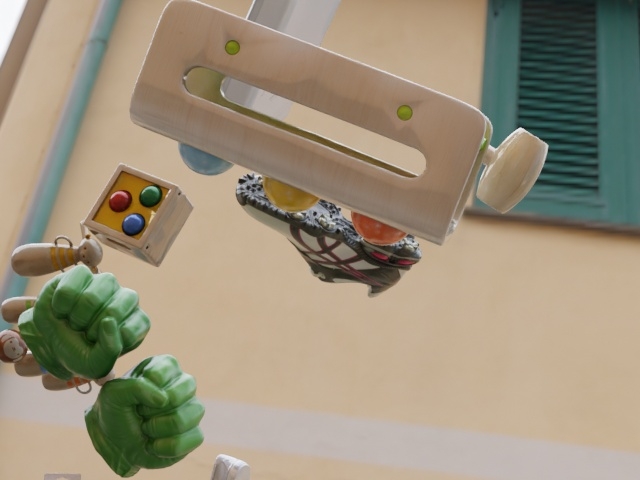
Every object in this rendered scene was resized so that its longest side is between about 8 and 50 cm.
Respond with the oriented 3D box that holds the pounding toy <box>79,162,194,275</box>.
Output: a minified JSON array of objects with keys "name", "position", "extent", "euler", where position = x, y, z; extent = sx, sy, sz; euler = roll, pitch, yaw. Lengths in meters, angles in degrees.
[{"name":"pounding toy","position":[-0.353,-0.022,2.029],"extent":[0.181,0.206,0.094],"euler":[22,-18,23]}]

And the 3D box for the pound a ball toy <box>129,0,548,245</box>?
[{"name":"pound a ball toy","position":[0.022,-0.081,1.009],"extent":[0.319,0.136,0.208],"euler":[22,7,8]}]

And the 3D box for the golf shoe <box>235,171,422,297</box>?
[{"name":"golf shoe","position":[0.000,0.000,1.600],"extent":[0.273,0.105,0.120],"euler":[22,-57,-17]}]

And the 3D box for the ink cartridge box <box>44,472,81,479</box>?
[{"name":"ink cartridge box","position":[-0.321,0.329,1.463],"extent":[0.048,0.083,0.028],"euler":[1,-8,-2]}]

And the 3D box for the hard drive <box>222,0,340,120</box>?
[{"name":"hard drive","position":[-0.026,-0.260,1.324],"extent":[0.047,0.233,0.353],"euler":[31,-59,6]}]

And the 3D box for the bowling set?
[{"name":"bowling set","position":[-0.421,0.153,1.916],"extent":[0.154,0.200,0.287],"euler":[-7,-69,9]}]

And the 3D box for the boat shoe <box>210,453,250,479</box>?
[{"name":"boat shoe","position":[-0.169,0.444,1.996],"extent":[0.063,0.066,0.184],"euler":[24,-64,29]}]

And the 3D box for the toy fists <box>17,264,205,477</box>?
[{"name":"toy fists","position":[-0.255,0.162,1.484],"extent":[0.142,0.096,0.279],"euler":[-33,-89,16]}]
